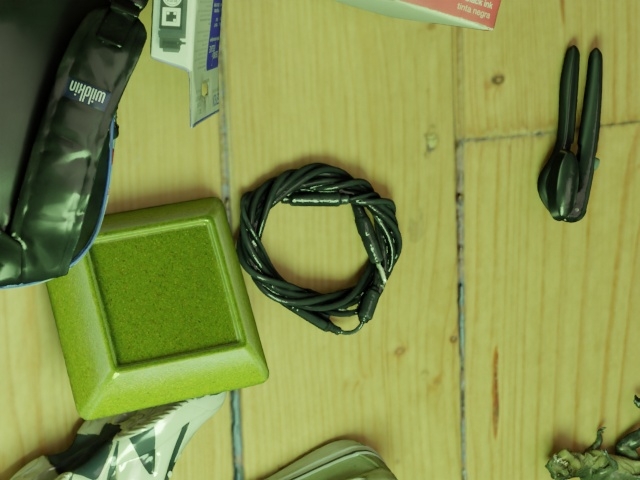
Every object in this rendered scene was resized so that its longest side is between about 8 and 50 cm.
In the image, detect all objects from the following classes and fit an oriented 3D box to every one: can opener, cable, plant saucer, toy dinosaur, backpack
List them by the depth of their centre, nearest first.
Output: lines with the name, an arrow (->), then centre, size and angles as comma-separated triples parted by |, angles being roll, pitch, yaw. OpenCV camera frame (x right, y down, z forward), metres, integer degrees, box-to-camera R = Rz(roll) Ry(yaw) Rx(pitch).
backpack -> -0.297, -0.091, 1.478 | 0.277, 0.213, 0.263 | 2, 91, -19
plant saucer -> -0.149, 0.054, 1.617 | 0.188, 0.045, 0.188 | -10, 76, -23
cable -> 0.000, 0.000, 1.720 | 0.184, 0.047, 0.150 | 34, 85, -25
can opener -> 0.266, -0.109, 1.818 | 0.059, 0.073, 0.186 | 12, 85, -18
toy dinosaur -> 0.358, 0.246, 1.925 | 0.268, 0.064, 0.118 | 26, 103, -27

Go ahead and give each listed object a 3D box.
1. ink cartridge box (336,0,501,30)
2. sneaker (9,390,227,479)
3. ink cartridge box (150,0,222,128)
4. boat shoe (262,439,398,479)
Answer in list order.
ink cartridge box -> 0.100, -0.348, 1.610 | 0.117, 0.207, 0.283 | 13, 94, -27
sneaker -> -0.168, 0.236, 1.666 | 0.235, 0.094, 0.153 | -38, 120, -21
ink cartridge box -> -0.114, -0.209, 1.545 | 0.045, 0.206, 0.208 | 3, 98, 3
boat shoe -> -0.056, 0.295, 1.723 | 0.302, 0.094, 0.109 | -33, 111, -15
